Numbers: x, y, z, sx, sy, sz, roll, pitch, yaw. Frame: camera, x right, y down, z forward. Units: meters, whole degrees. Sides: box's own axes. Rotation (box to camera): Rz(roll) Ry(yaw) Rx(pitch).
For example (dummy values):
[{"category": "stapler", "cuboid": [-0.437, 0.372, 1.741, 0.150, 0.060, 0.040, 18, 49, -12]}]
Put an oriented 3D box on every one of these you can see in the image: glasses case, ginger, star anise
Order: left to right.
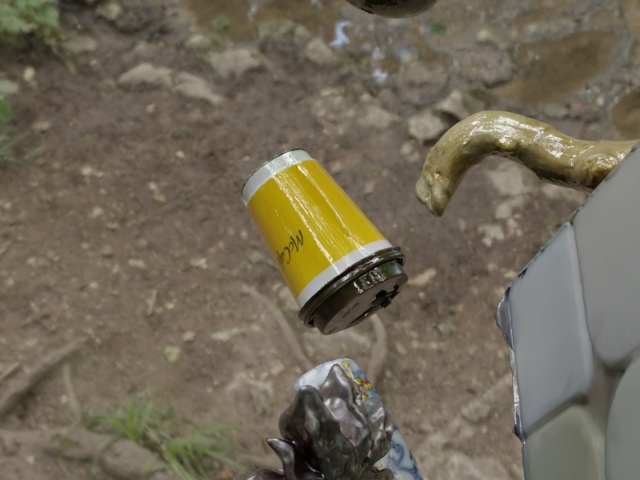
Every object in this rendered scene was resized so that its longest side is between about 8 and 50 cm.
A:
[{"category": "star anise", "cuboid": [-0.003, 0.220, 0.807, 0.209, 0.231, 0.089, -7, 14, -44]}, {"category": "glasses case", "cuboid": [0.053, 0.238, 0.960, 0.087, 0.065, 0.248, -19, 72, -28]}, {"category": "ginger", "cuboid": [0.195, -0.052, 0.621, 0.288, 0.089, 0.075, 1, 92, 24]}]

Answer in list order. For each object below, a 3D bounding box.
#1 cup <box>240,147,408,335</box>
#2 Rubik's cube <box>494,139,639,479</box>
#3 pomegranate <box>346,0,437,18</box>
[{"category": "cup", "cuboid": [0.000, 0.000, 1.504, 0.196, 0.196, 0.279, -32, 74, -10]}, {"category": "Rubik's cube", "cuboid": [0.321, 0.120, 0.481, 0.345, 0.346, 0.346, 2, 65, -9]}, {"category": "pomegranate", "cuboid": [0.105, -0.422, 1.319, 0.187, 0.187, 0.225, 20, 93, 33]}]
